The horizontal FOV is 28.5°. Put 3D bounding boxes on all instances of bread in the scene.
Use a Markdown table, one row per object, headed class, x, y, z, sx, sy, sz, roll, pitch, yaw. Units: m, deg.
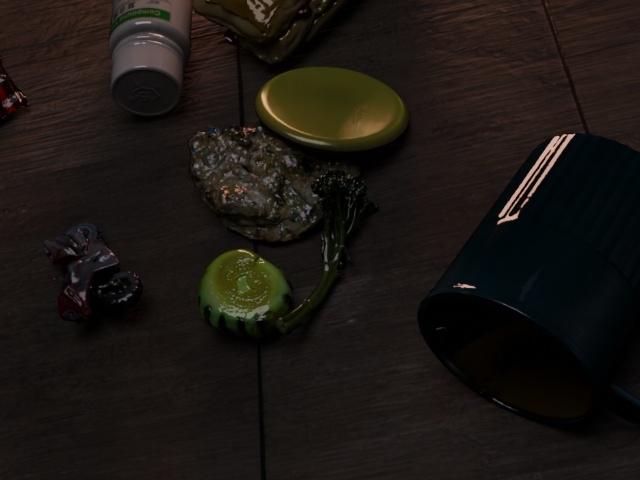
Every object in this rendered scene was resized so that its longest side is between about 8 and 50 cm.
| class | x | y | z | sx | sy | sz | roll | pitch | yaw |
| --- | --- | --- | --- | --- | --- | --- | --- | --- | --- |
| bread | -0.103 | 0.078 | 1.747 | 0.139 | 0.071 | 0.130 | 15 | 55 | 19 |
| bread | -0.066 | -0.496 | 2.108 | 0.370 | 0.191 | 0.314 | -43 | 55 | -16 |

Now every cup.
| class | x | y | z | sx | sy | sz | roll | pitch | yaw |
| --- | --- | --- | --- | --- | --- | --- | --- | --- | --- |
| cup | 0.321 | 0.049 | 1.542 | 0.308 | 0.242 | 0.292 | 18 | 58 | 30 |

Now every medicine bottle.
| class | x | y | z | sx | sy | sz | roll | pitch | yaw |
| --- | --- | --- | --- | --- | --- | --- | --- | --- | --- |
| medicine bottle | -0.281 | -0.326 | 2.072 | 0.139 | 0.139 | 0.236 | -9 | 53 | 10 |

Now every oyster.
| class | x | y | z | sx | sy | sz | roll | pitch | yaw |
| --- | --- | --- | --- | --- | --- | --- | --- | --- | --- |
| oyster | -0.080 | -0.100 | 1.873 | 0.260 | 0.092 | 0.198 | 24 | 67 | 27 |

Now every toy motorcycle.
| class | x | y | z | sx | sy | sz | roll | pitch | yaw |
| --- | --- | --- | --- | --- | --- | --- | --- | --- | --- |
| toy motorcycle | -0.345 | 0.052 | 1.836 | 0.122 | 0.082 | 0.213 | -26 | 41 | -18 |

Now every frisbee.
| class | x | y | z | sx | sy | sz | roll | pitch | yaw |
| --- | --- | --- | --- | --- | --- | --- | --- | --- | --- |
| frisbee | 0.018 | -0.203 | 1.910 | 0.236 | 0.017 | 0.236 | 4 | 38 | -3 |

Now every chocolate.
| class | x | y | z | sx | sy | sz | roll | pitch | yaw |
| --- | --- | --- | --- | --- | --- | --- | --- | --- | --- |
| chocolate | -0.566 | -0.265 | 2.176 | 0.086 | 0.028 | 0.182 | -31 | 53 | -5 |

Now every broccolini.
| class | x | y | z | sx | sy | sz | roll | pitch | yaw |
| --- | --- | --- | --- | --- | --- | --- | --- | --- | --- |
| broccolini | -0.003 | 0.007 | 1.734 | 0.062 | 0.123 | 0.271 | -10 | 41 | 44 |
